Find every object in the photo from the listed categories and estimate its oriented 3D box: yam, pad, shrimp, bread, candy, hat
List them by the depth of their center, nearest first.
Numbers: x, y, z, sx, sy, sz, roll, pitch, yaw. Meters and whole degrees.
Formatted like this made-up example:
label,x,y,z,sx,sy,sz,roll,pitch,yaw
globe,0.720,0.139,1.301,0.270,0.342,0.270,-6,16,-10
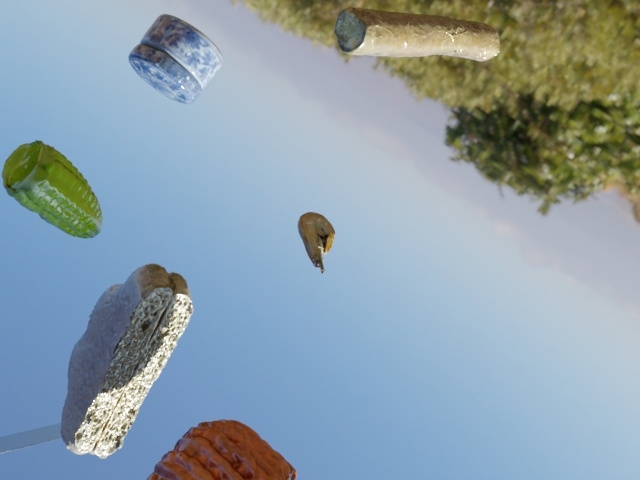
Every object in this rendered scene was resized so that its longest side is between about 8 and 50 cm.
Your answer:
label,x,y,z,sx,sy,sz,roll,pitch,yaw
yam,0.141,-0.279,1.361,0.300,0.066,0.066,-6,-146,-42
hat,-0.063,0.440,1.405,0.400,0.285,0.285,26,-173,7
candy,-0.382,-0.062,1.465,0.097,0.097,0.209,37,170,31
shrimp,0.000,0.000,1.593,0.059,0.023,0.108,-13,-112,-22
bread,-0.332,0.183,1.634,0.102,0.337,0.183,24,-170,-33
pad,-0.555,0.370,1.846,0.245,0.006,0.170,-8,-179,-44

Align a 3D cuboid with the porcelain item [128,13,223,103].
label,x,y,z,sx,sy,sz,roll,pitch,yaw
porcelain item,-0.266,-0.327,1.817,0.147,0.114,0.147,32,168,8
